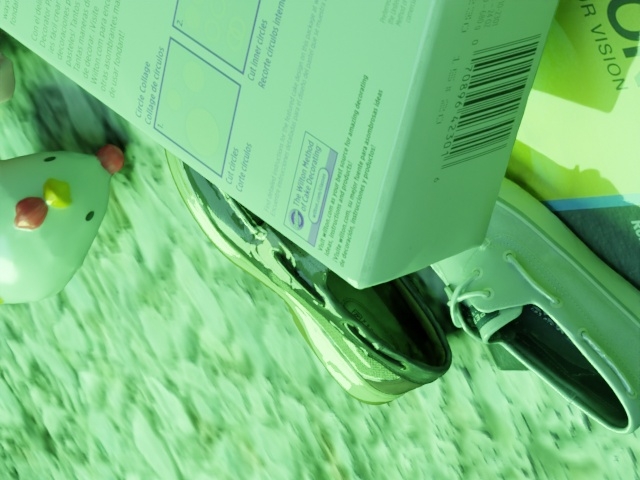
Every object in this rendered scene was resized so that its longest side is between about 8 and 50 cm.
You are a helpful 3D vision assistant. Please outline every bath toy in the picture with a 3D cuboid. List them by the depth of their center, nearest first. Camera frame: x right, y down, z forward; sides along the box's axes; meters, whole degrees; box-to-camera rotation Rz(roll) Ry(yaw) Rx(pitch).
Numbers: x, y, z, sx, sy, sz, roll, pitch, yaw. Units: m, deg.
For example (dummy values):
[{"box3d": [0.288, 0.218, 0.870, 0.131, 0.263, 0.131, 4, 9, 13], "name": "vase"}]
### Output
[{"box3d": [-0.257, -0.118, 1.257, 0.129, 0.151, 0.348, -37, 95, 10], "name": "bath toy"}]

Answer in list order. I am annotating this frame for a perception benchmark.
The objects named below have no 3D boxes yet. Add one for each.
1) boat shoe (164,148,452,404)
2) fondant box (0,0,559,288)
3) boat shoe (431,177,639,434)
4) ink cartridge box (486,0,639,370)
[{"box3d": [0.000, 0.001, 1.150, 0.073, 0.080, 0.223, -22, 112, 45], "name": "boat shoe"}, {"box3d": [-0.039, -0.165, 0.925, 0.330, 0.096, 0.238, 35, 126, 31], "name": "fondant box"}, {"box3d": [0.099, 0.029, 0.982, 0.184, 0.063, 0.066, 42, 144, 5], "name": "boat shoe"}, {"box3d": [0.155, -0.070, 0.941, 0.307, 0.072, 0.303, -4, 119, 48], "name": "ink cartridge box"}]
